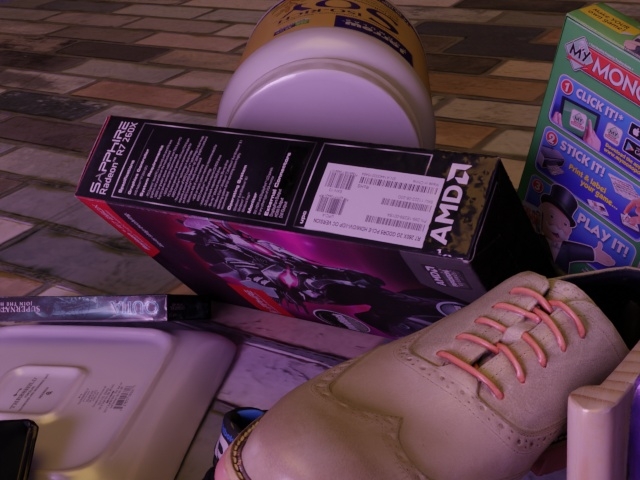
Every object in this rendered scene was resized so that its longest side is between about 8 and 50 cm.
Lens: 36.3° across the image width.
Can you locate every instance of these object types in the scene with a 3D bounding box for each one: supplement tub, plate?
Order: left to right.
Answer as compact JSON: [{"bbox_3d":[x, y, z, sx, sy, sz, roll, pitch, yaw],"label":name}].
[{"bbox_3d":[-0.237,0.143,0.821,0.278,0.045,0.277,0,26,13],"label":"plate"},{"bbox_3d":[0.010,-0.148,1.130,0.241,0.241,0.331,-4,26,5],"label":"supplement tub"}]

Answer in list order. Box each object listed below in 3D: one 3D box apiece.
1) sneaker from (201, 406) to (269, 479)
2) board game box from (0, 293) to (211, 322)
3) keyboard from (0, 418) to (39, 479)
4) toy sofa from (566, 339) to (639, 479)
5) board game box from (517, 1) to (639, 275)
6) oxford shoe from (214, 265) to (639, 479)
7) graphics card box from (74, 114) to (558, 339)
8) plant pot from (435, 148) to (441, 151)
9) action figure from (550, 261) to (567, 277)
[{"bbox_3d":[-0.078,0.171,0.637,0.217,0.121,0.079,-14,26,-14],"label":"sneaker"},{"bbox_3d":[-0.211,0.065,0.928,0.186,0.026,0.126,-1,-4,12],"label":"board game box"},{"bbox_3d":[-0.255,0.212,0.672,0.100,0.038,0.192,-3,44,4],"label":"keyboard"},{"bbox_3d":[0.301,0.182,0.498,0.363,0.150,0.177,15,32,37],"label":"toy sofa"},{"bbox_3d":[0.284,-0.008,0.717,0.046,0.213,0.317,-22,49,-30],"label":"board game box"},{"bbox_3d":[0.096,0.083,0.614,0.140,0.146,0.397,40,29,26],"label":"oxford shoe"},{"bbox_3d":[0.000,0.000,0.847,0.371,0.233,0.094,9,68,28],"label":"graphics card box"},{"bbox_3d":[0.167,-0.063,1.120,0.079,0.083,0.083,-2,23,-21],"label":"plant pot"},{"bbox_3d":[0.305,0.063,0.845,0.137,0.063,0.232,-21,33,-34],"label":"action figure"}]
